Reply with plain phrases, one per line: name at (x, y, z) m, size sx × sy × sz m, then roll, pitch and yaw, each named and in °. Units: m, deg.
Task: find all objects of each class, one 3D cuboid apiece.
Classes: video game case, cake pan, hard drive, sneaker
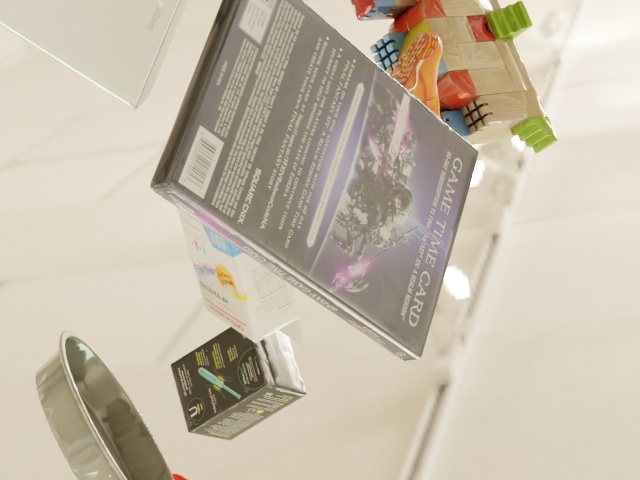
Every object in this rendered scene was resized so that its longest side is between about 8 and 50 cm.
video game case at (0.008, -0.055, 1.065) m, size 0.026 × 0.274 × 0.196 m, roll -9°, pitch -125°, yaw 45°
cake pan at (-0.261, 0.248, 1.723) m, size 0.054 × 0.293 × 0.293 m, roll -30°, pitch -162°, yaw 0°
hard drive at (-0.292, -0.299, 1.510) m, size 0.307 × 0.203 × 0.040 m, roll 33°, pitch -139°, yaw 3°
sneaker at (0.093, -0.119, 1.376) m, size 0.067 × 0.175 × 0.064 m, roll 10°, pitch -161°, yaw -13°

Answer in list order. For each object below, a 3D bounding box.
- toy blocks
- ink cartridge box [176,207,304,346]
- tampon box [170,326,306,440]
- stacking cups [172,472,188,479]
toy blocks at (0.202, -0.301, 2.297) m, size 0.261 × 0.381 × 0.191 m, roll -11°, pitch 165°, yaw -41°
ink cartridge box at (-0.084, 0.035, 1.479) m, size 0.061 × 0.181 × 0.104 m, roll -29°, pitch -147°, yaw -25°
tampon box at (-0.125, 0.210, 2.113) m, size 0.161 × 0.120 × 0.101 m, roll -33°, pitch 149°, yaw 26°
stacking cups at (-0.287, 0.440, 1.889) m, size 0.316 × 0.096 × 0.096 m, roll -51°, pitch -164°, yaw 8°
